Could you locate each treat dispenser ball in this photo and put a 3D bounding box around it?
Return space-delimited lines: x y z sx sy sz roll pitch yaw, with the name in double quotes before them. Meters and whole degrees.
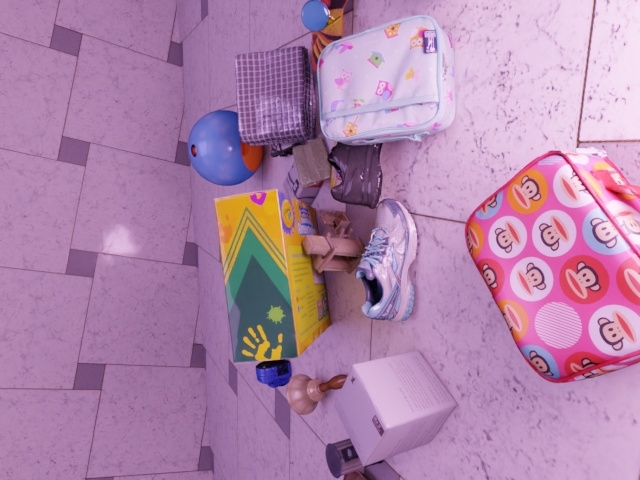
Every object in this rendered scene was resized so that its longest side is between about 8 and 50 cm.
"treat dispenser ball" -0.367 -0.356 1.742 0.288 0.288 0.288 14 105 61

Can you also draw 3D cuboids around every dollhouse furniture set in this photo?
"dollhouse furniture set" 0.000 0.000 1.195 0.101 0.181 0.161 -55 45 33

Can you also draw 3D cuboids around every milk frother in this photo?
"milk frother" 0.083 0.517 1.174 0.143 0.134 0.129 56 139 43

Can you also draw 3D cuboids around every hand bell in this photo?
"hand bell" 0.013 0.446 1.362 0.242 0.126 0.126 -35 62 44

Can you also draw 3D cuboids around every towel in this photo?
"towel" -0.139 -0.442 1.372 0.234 0.121 0.284 -2 93 21
"towel" -0.023 -0.231 1.324 0.027 0.110 0.148 45 -152 -63

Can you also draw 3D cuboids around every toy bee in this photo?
"toy bee" 0.025 -0.592 1.143 0.298 0.162 0.195 71 -171 -51

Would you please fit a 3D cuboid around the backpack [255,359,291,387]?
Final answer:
"backpack" -0.178 0.497 1.677 0.098 0.120 0.101 -16 79 61

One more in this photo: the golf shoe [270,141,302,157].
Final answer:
"golf shoe" -0.121 -0.331 1.509 0.198 0.077 0.094 11 103 60

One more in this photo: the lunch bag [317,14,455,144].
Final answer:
"lunch bag" 0.130 -0.303 0.899 0.279 0.107 0.224 -2 88 32

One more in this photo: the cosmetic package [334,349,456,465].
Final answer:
"cosmetic package" 0.155 0.354 0.966 0.151 0.183 0.152 57 141 43

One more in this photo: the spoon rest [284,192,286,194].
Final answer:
"spoon rest" -0.095 -0.052 1.518 0.137 0.084 0.277 130 143 -51

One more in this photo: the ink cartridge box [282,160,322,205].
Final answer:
"ink cartridge box" -0.057 -0.183 1.421 0.150 0.063 0.109 -56 47 48

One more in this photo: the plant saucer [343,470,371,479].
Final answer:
"plant saucer" 0.125 0.727 1.229 0.198 0.036 0.199 16 108 60

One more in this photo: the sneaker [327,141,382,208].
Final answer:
"sneaker" 0.083 -0.217 1.030 0.109 0.130 0.287 57 -142 -75

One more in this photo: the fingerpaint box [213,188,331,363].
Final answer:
"fingerpaint box" -0.106 0.084 1.186 0.445 0.163 0.371 5 -102 -80

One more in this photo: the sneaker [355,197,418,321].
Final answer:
"sneaker" 0.143 0.044 1.009 0.110 0.122 0.283 -7 84 62

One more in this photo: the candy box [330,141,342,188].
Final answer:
"candy box" 0.067 -0.234 1.220 0.105 0.027 0.206 -147 58 -60

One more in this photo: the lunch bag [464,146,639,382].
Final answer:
"lunch bag" 0.354 0.024 0.616 0.258 0.120 0.293 -54 47 50
